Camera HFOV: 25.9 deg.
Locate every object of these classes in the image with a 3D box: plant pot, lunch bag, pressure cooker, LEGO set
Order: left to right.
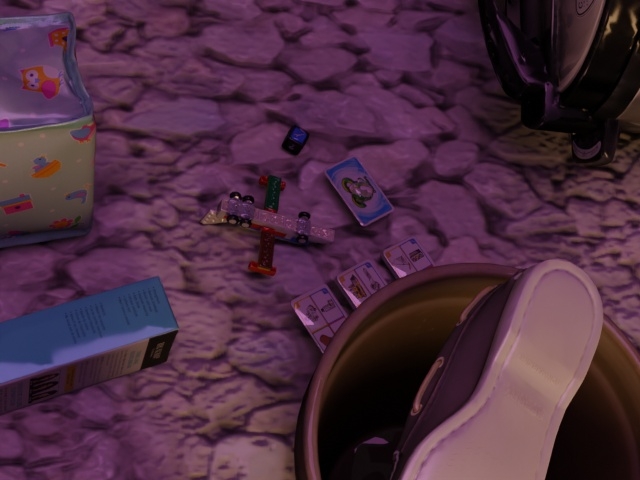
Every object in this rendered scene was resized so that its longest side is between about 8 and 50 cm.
[{"bbox_3d":[-0.348,-0.087,1.296,0.262,0.223,0.160,-10,63,-17],"label":"lunch bag"},{"bbox_3d":[0.000,0.000,1.455,0.182,0.060,0.244,-28,78,-34],"label":"LEGO set"},{"bbox_3d":[0.113,0.216,1.249,0.323,0.280,0.323,5,68,-12],"label":"plant pot"},{"bbox_3d":[0.369,-0.286,1.478,0.420,0.375,0.370,5,47,-11],"label":"pressure cooker"}]

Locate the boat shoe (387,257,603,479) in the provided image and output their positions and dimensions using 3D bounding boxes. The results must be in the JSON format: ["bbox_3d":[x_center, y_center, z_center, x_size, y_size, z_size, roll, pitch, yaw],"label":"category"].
[{"bbox_3d":[0.118,0.149,1.075,0.109,0.091,0.305,40,64,-16],"label":"boat shoe"}]

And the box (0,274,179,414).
[{"bbox_3d":[-0.261,0.108,1.304,0.244,0.100,0.060,-17,72,-20],"label":"box"}]
